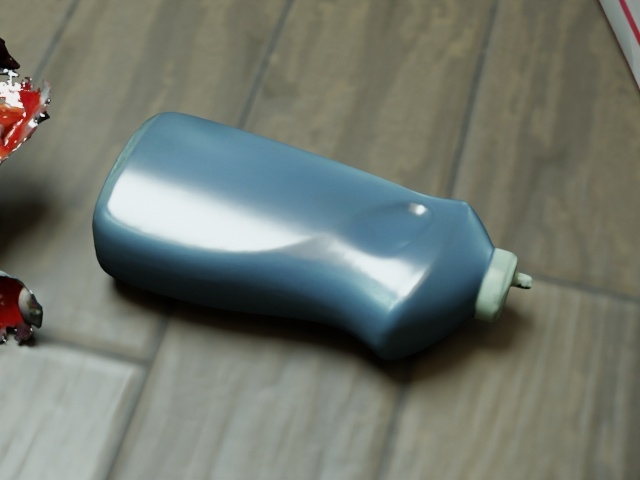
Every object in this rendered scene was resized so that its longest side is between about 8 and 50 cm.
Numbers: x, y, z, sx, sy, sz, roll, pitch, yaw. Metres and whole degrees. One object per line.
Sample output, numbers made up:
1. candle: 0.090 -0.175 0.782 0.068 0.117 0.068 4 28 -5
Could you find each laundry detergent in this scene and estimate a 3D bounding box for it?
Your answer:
1. laundry detergent: 0.000 0.001 0.595 0.206 0.061 0.096 15 47 8

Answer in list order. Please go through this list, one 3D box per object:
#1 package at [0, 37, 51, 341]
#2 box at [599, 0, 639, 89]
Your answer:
1. package: -0.263 -0.020 0.572 0.270 0.071 0.194 3 75 -10
2. box: 0.327 -0.175 0.586 0.314 0.300 0.312 -7 55 -8
